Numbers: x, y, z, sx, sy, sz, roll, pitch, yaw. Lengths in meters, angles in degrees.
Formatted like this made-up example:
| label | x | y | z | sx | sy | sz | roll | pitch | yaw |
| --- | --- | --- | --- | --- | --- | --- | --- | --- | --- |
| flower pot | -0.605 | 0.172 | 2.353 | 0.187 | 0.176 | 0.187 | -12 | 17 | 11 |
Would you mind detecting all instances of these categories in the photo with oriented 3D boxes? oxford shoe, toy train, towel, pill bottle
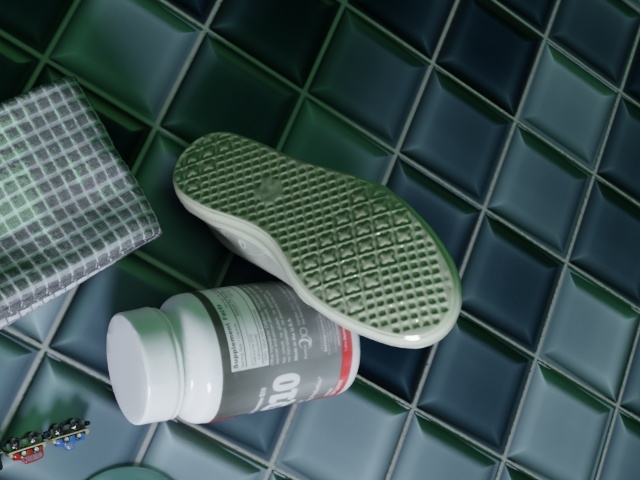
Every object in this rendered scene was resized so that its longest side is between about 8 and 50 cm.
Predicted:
| label | x | y | z | sx | sy | sz | roll | pitch | yaw |
| --- | --- | --- | --- | --- | --- | --- | --- | --- | --- |
| oxford shoe | 0.000 | 0.000 | 1.463 | 0.169 | 0.449 | 0.130 | -50 | 143 | -14 |
| toy train | -0.343 | 0.244 | 1.408 | 0.158 | 0.027 | 0.036 | -15 | 89 | -30 |
| towel | -0.357 | -0.040 | 1.416 | 0.284 | 0.121 | 0.235 | -32 | 93 | -30 |
| pill bottle | -0.108 | 0.136 | 1.485 | 0.283 | 0.161 | 0.161 | -8 | 82 | -29 |

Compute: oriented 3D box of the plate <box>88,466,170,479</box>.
| label | x | y | z | sx | sy | sz | roll | pitch | yaw |
| --- | --- | --- | --- | --- | --- | --- | --- | --- | --- |
| plate | -0.228 | 0.367 | 1.443 | 0.188 | 0.024 | 0.188 | 7 | 76 | -27 |
